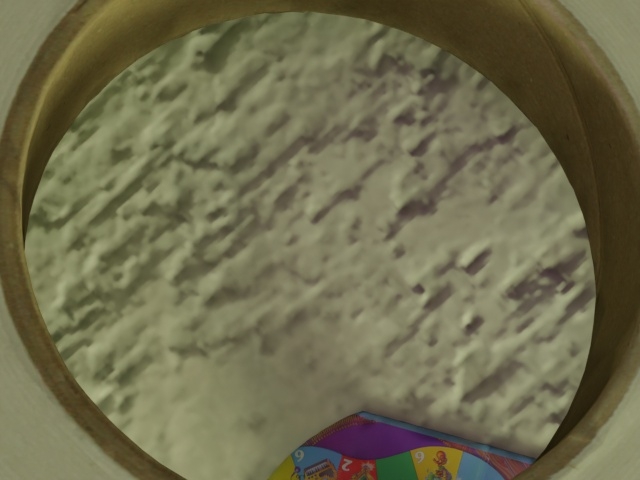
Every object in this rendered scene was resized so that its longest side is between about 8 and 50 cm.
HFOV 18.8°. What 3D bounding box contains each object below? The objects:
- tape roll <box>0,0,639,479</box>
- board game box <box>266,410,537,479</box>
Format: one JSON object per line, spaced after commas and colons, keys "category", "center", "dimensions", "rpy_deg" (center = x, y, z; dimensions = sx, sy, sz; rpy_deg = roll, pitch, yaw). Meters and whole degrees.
{"category": "tape roll", "center": [0.000, 0.000, 0.620], "dimensions": [0.392, 0.072, 0.392], "rpy_deg": [2, 71, -7]}
{"category": "board game box", "center": [0.041, 0.136, 0.682], "dimensions": [0.169, 0.033, 0.133], "rpy_deg": [15, 86, 12]}
